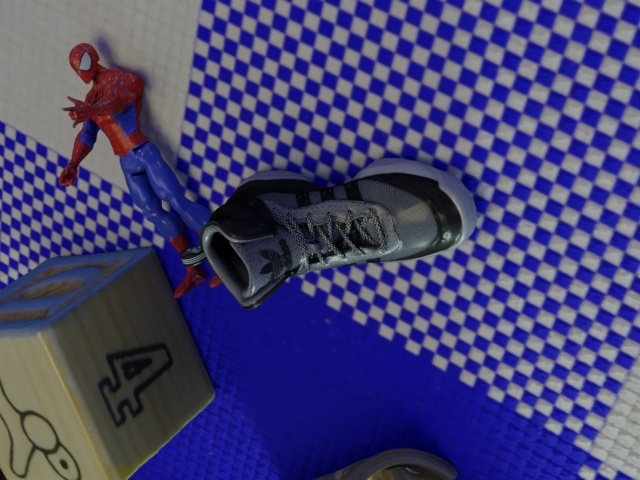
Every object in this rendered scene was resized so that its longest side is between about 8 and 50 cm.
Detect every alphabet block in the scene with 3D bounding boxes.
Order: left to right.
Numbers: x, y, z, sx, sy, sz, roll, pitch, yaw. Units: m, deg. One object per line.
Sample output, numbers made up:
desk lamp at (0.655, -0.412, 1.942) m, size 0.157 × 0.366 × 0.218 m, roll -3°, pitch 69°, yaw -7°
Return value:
alphabet block at (-0.268, 0.140, 1.303) m, size 0.192 × 0.193 × 0.197 m, roll -5°, pitch 113°, yaw 38°

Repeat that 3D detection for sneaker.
sneaker at (0.000, 0.000, 1.060) m, size 0.268 × 0.153 × 0.101 m, roll 0°, pitch 117°, yaw 35°

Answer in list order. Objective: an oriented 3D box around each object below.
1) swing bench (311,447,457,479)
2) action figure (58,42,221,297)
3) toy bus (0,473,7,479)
swing bench at (0.048, 0.354, 1.236) m, size 0.253 × 0.165 × 0.255 m, roll -32°, pitch 91°, yaw 43°
action figure at (-0.200, -0.061, 1.180) m, size 0.091 × 0.139 × 0.280 m, roll -17°, pitch 103°, yaw 39°
toy bus at (-0.448, 0.441, 1.651) m, size 0.220 × 0.149 × 0.211 m, roll 3°, pitch 131°, yaw 30°
